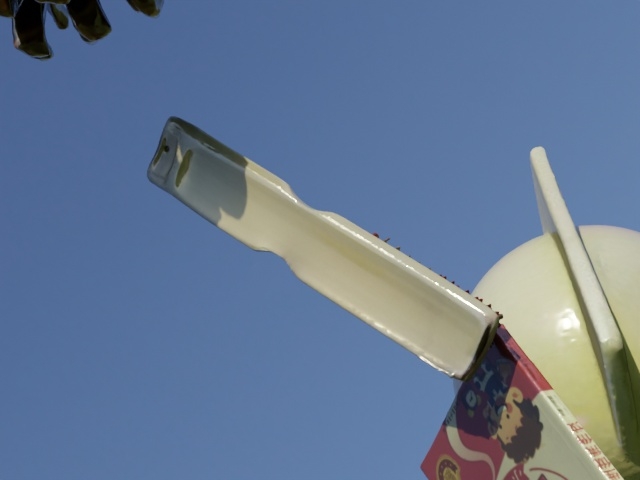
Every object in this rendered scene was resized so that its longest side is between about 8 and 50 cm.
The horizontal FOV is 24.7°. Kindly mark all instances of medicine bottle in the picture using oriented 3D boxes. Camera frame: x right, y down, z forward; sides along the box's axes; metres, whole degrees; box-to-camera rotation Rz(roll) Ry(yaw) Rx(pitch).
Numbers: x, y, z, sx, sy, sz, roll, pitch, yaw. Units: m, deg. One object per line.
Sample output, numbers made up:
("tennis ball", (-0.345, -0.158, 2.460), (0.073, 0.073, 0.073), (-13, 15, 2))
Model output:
("medicine bottle", (0.234, 0.134, 1.227), (0.236, 0.236, 0.406), (-40, -42, -21))

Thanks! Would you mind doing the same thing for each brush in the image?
("brush", (0.000, 0.000, 1.103), (0.050, 0.321, 0.060), (-8, -55, -58))

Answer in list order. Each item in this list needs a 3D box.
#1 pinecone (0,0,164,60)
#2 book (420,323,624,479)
("pinecone", (-0.196, -0.248, 1.049), (0.264, 0.264, 0.264), (-27, -46, -32))
("book", (0.159, 0.195, 1.047), (0.022, 0.232, 0.162), (-9, -43, -31))
